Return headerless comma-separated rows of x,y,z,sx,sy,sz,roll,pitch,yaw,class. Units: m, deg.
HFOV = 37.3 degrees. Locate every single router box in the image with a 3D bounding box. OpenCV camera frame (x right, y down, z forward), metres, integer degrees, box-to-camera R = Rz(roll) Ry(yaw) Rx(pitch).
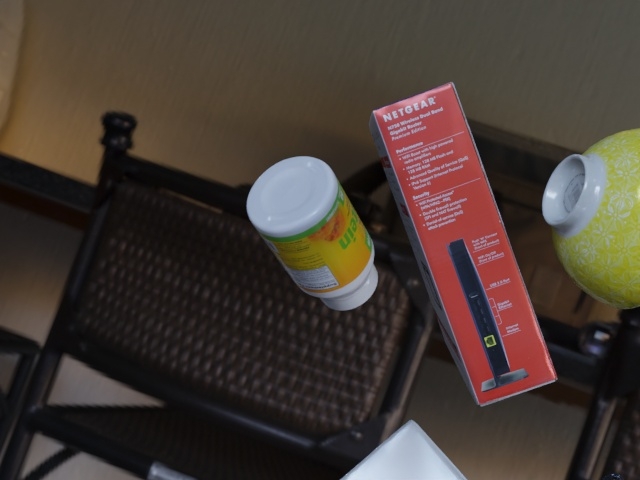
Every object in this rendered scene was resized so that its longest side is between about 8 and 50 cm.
0.141,-0.007,1.046,0.082,0.301,0.335,-20,4,4,router box

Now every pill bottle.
0.000,0.000,1.416,0.136,0.136,0.245,18,-25,36,pill bottle

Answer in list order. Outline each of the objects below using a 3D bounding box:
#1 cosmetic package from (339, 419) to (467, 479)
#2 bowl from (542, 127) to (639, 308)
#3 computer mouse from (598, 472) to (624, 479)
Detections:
0.028,0.515,1.559,0.161,0.453,0.230,48,-12,17,cosmetic package
0.436,-0.052,1.451,0.156,0.289,0.289,18,-2,-16,bowl
0.509,0.544,1.912,0.071,0.242,0.041,61,18,23,computer mouse
